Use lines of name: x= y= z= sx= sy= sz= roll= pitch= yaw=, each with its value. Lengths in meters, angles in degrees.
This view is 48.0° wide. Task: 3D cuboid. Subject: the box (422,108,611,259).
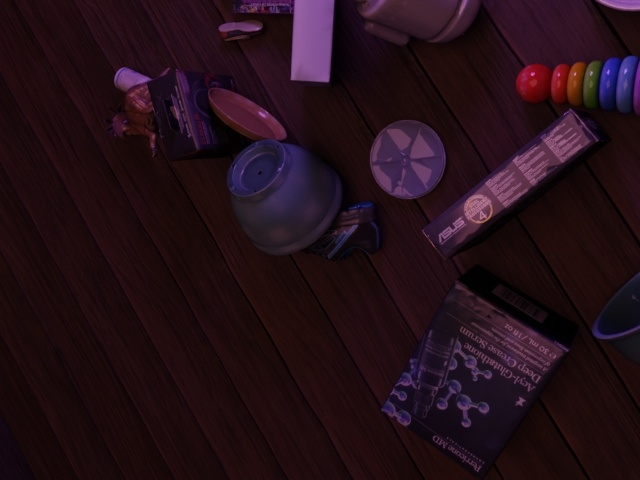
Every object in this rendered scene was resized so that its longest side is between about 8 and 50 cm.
box: x=0.440 y=-0.123 z=1.586 sx=0.395 sy=0.318 sz=0.097 roll=-42 pitch=80 yaw=26

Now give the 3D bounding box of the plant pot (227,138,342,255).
plant pot: x=-0.116 y=-0.135 z=1.843 sx=0.293 sy=0.196 sz=0.293 roll=-16 pitch=53 yaw=23

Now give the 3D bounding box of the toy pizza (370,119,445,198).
toy pizza: x=0.224 y=-0.207 z=1.837 sx=0.201 sy=0.032 sz=0.201 roll=5 pitch=101 yaw=25

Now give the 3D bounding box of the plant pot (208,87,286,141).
plant pot: x=-0.198 y=-0.325 z=1.907 sx=0.236 sy=0.236 sz=0.032 roll=41 pitch=113 yaw=14

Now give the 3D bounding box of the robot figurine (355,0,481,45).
robot figurine: x=0.218 y=-0.570 z=1.632 sx=0.300 sy=0.353 sz=0.200 roll=-47 pitch=40 yaw=48

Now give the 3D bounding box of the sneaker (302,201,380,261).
sneaker: x=0.000 y=0.000 z=1.928 sx=0.341 sy=0.125 sz=0.139 roll=-12 pitch=98 yaw=29

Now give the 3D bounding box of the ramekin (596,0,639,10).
ramekin: x=0.672 y=-0.612 z=1.496 sx=0.277 sy=0.135 sz=0.277 roll=4 pitch=99 yaw=26

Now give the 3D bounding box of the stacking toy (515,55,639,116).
stacking toy: x=0.597 y=-0.348 z=1.585 sx=0.330 sy=0.141 sz=0.141 roll=10 pitch=103 yaw=29

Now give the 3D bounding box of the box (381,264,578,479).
box: x=0.383 y=0.310 z=1.742 sx=0.293 sy=0.212 sz=0.395 roll=32 pitch=111 yaw=17

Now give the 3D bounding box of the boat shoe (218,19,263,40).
boat shoe: x=-0.215 y=-0.577 z=1.985 sx=0.137 sy=0.049 sz=0.043 roll=2 pitch=141 yaw=23

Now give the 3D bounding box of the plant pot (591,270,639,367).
plant pot: x=0.809 y=0.210 z=1.472 sx=0.334 sy=0.341 sz=0.341 roll=48 pitch=115 yaw=3

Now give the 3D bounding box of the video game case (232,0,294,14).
video game case: x=-0.138 y=-0.704 z=1.893 sx=0.232 sy=0.042 sz=0.210 roll=16 pitch=105 yaw=40

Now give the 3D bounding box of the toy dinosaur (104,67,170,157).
toy dinosaur: x=-0.529 y=-0.378 z=2.086 sx=0.200 sy=0.127 sz=0.295 roll=26 pitch=130 yaw=2

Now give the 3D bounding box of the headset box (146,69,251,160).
headset box: x=-0.329 y=-0.334 z=1.938 sx=0.110 sy=0.293 sz=0.218 roll=-15 pitch=91 yaw=27

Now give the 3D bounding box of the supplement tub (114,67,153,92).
supplement tub: x=-0.555 y=-0.468 z=2.151 sx=0.107 sy=0.071 sz=0.071 roll=26 pitch=109 yaw=19

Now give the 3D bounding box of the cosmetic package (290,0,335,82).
cosmetic package: x=-0.010 y=-0.514 z=1.708 sx=0.097 sy=0.377 sz=0.284 roll=2 pitch=100 yaw=1
